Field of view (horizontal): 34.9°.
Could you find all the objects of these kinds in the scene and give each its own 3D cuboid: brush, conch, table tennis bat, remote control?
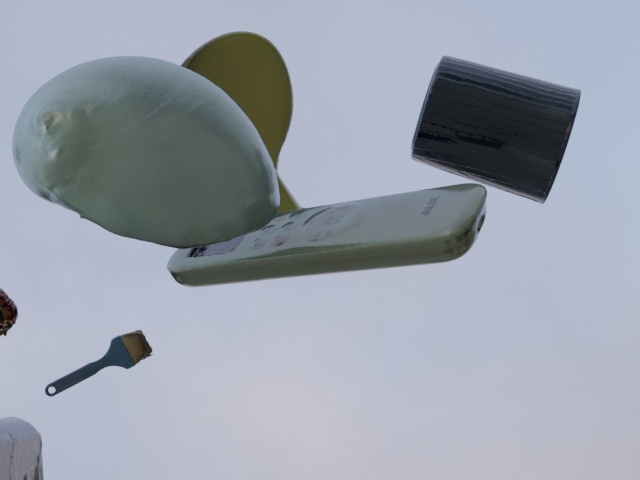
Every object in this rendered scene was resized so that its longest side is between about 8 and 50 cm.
[{"bbox_3d":[-0.325,0.183,1.480,0.164,0.014,0.051,-28,-78,-6],"label":"brush"},{"bbox_3d":[-0.136,-0.071,0.826,0.221,0.185,0.121,7,-35,-12],"label":"conch"},{"bbox_3d":[-0.097,-0.120,1.356,0.224,0.054,0.368,-51,-36,-16],"label":"table tennis bat"},{"bbox_3d":[0.000,-0.001,0.901,0.090,0.309,0.038,-56,-50,-47],"label":"remote control"}]

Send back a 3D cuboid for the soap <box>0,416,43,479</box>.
[{"bbox_3d":[-0.561,0.424,1.444,0.213,0.435,0.350,4,-99,4],"label":"soap"}]

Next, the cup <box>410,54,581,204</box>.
[{"bbox_3d":[0.164,-0.097,0.996,0.138,0.113,0.150,18,-50,7],"label":"cup"}]

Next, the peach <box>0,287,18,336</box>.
[{"bbox_3d":[-0.286,0.059,0.795,0.083,0.077,0.050,-18,-70,14],"label":"peach"}]
